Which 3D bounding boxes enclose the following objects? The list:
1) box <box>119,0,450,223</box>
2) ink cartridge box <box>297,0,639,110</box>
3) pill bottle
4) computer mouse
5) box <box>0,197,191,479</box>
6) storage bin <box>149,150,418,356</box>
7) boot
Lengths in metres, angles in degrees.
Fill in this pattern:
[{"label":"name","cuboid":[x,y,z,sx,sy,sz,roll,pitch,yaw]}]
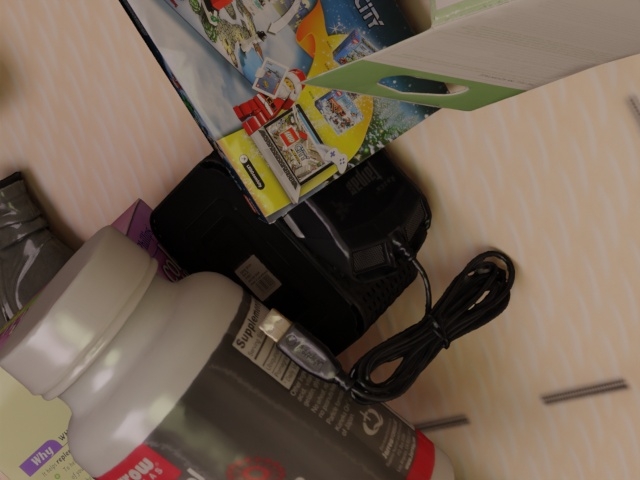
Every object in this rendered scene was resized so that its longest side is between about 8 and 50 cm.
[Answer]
[{"label":"box","cuboid":[-0.035,-0.151,1.289,0.233,0.159,0.044,58,171,-13]},{"label":"ink cartridge box","cuboid":[0.123,-0.140,1.161,0.235,0.171,0.056,-13,77,44]},{"label":"pill bottle","cuboid":[-0.072,0.135,1.373,0.318,0.176,0.176,39,139,-11]},{"label":"computer mouse","cuboid":[0.000,0.000,1.367,0.262,0.184,0.060,46,152,0]},{"label":"box","cuboid":[-0.143,0.132,1.528,0.213,0.117,0.243,-42,103,13]},{"label":"storage bin","cuboid":[-0.030,0.005,1.459,0.180,0.084,0.122,48,138,-1]},{"label":"boot","cuboid":[-0.296,0.043,1.721,0.161,0.083,0.246,52,133,3]}]
